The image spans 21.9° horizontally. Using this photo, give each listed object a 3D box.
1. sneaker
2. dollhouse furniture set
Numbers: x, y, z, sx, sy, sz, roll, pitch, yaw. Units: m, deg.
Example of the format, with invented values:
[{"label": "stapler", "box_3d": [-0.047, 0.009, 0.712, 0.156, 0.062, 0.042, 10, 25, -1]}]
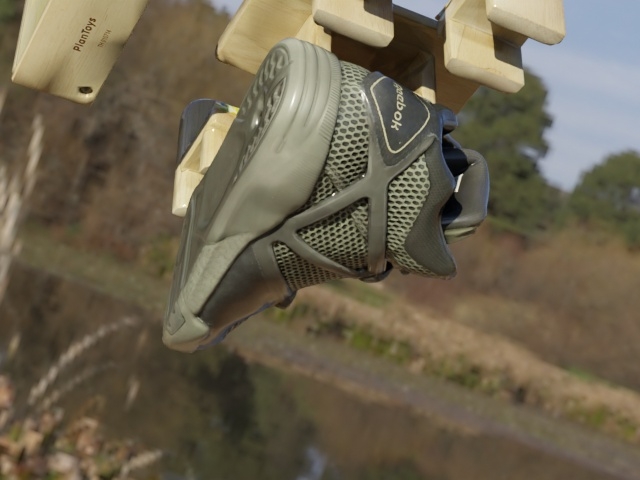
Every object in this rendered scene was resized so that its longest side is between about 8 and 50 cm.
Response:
[{"label": "sneaker", "box_3d": [0.000, 0.000, 0.810, 0.130, 0.087, 0.227, 17, -39, -16]}, {"label": "dollhouse furniture set", "box_3d": [-0.026, -0.133, 0.885, 0.242, 0.161, 0.212, 18, -43, -20]}]
